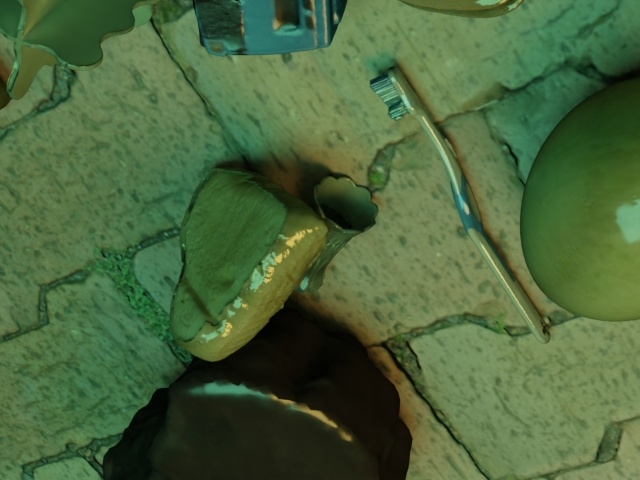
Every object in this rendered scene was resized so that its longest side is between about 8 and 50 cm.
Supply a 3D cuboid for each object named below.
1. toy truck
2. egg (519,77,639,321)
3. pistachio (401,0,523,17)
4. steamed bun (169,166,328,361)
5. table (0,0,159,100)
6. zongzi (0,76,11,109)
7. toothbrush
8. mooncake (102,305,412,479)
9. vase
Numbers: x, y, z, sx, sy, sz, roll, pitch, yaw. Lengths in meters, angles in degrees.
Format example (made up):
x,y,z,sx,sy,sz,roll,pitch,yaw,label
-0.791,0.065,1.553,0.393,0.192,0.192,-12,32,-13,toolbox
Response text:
x,y,z,sx,sy,sz,roll,pitch,yaw,label
-0.064,-0.369,1.315,0.162,0.161,0.384,1,126,9,toy truck
0.304,-0.028,1.372,0.218,0.218,0.295,30,140,0,egg
0.133,-0.282,1.315,0.223,0.126,0.152,-7,87,30,pistachio
-0.086,0.035,1.587,0.110,0.231,0.212,26,95,-32,steamed bun
-0.271,-0.251,1.459,0.167,0.198,0.166,12,129,15,table
-0.523,-0.195,1.657,0.256,0.115,0.228,-24,116,25,zongzi
0.169,-0.032,1.548,0.040,0.040,0.386,-19,118,34,toothbrush
-0.070,0.259,1.761,0.351,0.212,0.381,40,128,-15,mooncake
0.000,0.000,1.623,0.081,0.081,0.148,32,135,-3,vase
